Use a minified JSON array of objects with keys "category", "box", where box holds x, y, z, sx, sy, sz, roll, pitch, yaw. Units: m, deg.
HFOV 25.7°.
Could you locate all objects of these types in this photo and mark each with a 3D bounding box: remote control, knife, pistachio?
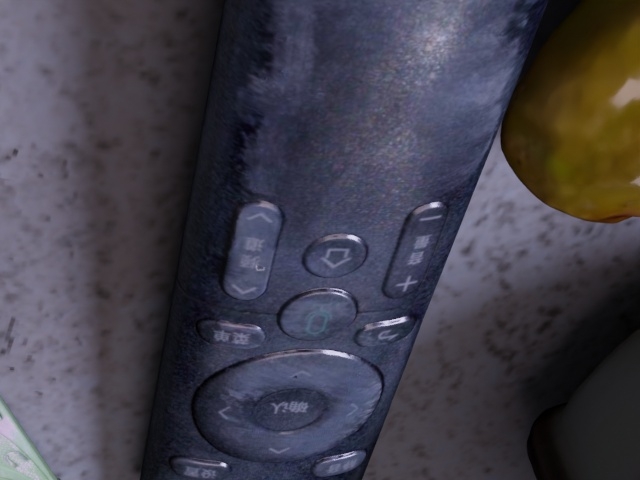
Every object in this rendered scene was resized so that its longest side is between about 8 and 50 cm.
[{"category":"remote control","box":[0.000,0.000,0.532,0.107,0.044,0.377,4,137,-12]},{"category":"knife","box":[-0.129,0.128,0.659,0.030,0.014,0.207,-20,132,0]},{"category":"pistachio","box":[0.157,-0.068,0.524,0.189,0.100,0.110,-13,112,5]}]

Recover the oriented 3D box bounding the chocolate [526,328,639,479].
[{"category":"chocolate","box":[0.236,0.130,0.665,0.283,0.186,0.284,-4,125,-6]}]
